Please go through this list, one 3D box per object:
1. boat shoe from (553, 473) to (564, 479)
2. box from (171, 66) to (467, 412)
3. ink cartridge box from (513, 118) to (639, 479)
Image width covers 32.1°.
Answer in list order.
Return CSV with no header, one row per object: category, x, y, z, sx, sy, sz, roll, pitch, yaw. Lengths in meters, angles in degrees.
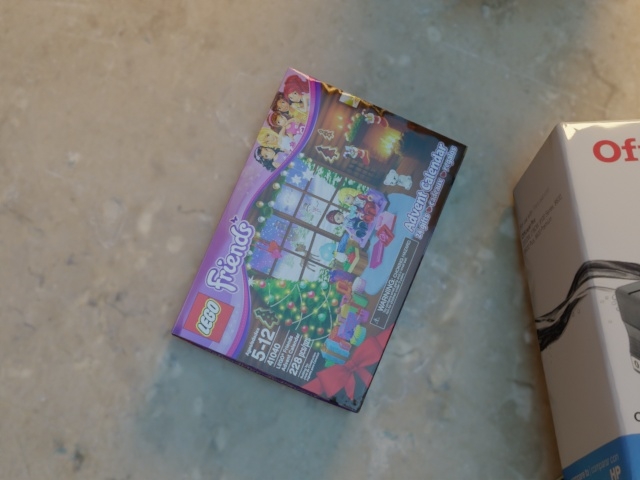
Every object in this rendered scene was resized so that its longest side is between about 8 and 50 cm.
boat shoe,0.355,0.270,1.116,0.255,0.079,0.095,7,83,-6
box,0.000,0.000,1.116,0.201,0.057,0.293,23,81,-3
ink cartridge box,0.366,0.086,1.049,0.286,0.166,0.394,-3,68,-9
